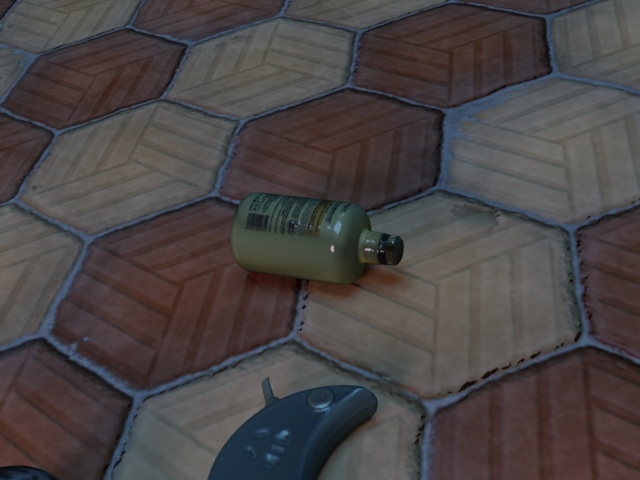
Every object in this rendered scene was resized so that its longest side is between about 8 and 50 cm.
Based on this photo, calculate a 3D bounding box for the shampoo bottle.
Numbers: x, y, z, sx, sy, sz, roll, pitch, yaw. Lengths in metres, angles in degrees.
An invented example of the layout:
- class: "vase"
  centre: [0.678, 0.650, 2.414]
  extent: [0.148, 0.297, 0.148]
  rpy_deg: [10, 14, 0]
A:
- class: "shampoo bottle"
  centre: [0.000, 0.000, 0.814]
  extent: [0.162, 0.079, 0.079]
  rpy_deg: [7, 44, 21]

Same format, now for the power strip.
- class: "power strip"
  centre: [-0.018, 0.182, 0.632]
  extent: [0.137, 0.044, 0.216]
  rpy_deg: [-10, 40, 4]

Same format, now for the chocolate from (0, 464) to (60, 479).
- class: "chocolate"
  centre: [-0.196, 0.249, 0.554]
  extent: [0.110, 0.110, 0.248]
  rpy_deg: [-23, 36, -13]
